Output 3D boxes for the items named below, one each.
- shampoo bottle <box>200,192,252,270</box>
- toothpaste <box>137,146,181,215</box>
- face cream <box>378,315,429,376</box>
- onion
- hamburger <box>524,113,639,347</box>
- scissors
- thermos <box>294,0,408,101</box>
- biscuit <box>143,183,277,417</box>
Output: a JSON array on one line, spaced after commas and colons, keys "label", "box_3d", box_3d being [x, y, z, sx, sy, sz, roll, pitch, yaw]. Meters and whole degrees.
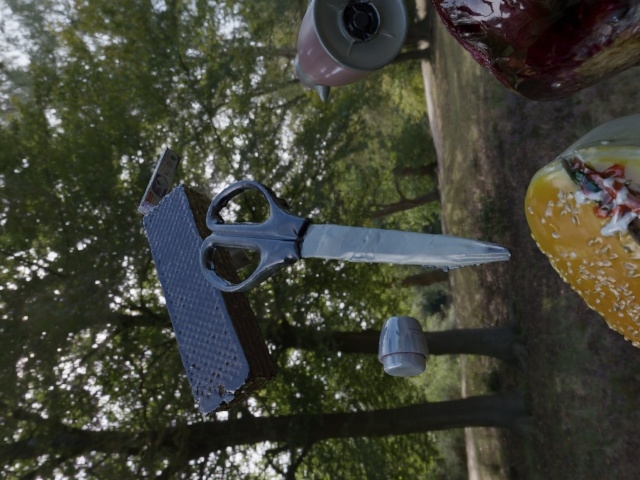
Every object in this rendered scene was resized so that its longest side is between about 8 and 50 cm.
[{"label": "shampoo bottle", "box_3d": [-0.268, -0.018, 1.163, 0.228, 0.055, 0.086, 56, -154, 4]}, {"label": "toothpaste", "box_3d": [-0.367, -0.135, 1.022, 0.047, 0.040, 0.197, 40, -146, -34]}, {"label": "face cream", "box_3d": [0.150, 0.193, 0.815, 0.091, 0.091, 0.095, 65, -158, -55]}, {"label": "onion", "box_3d": [0.267, -0.315, 0.435, 0.336, 0.260, 0.282, 2, -113, -38]}, {"label": "hamburger", "box_3d": [0.338, 0.019, 0.442, 0.295, 0.151, 0.227, 40, 167, -4]}, {"label": "scissors", "box_3d": [0.000, 0.000, 0.363, 0.022, 0.299, 0.109, 18, -101, -51]}, {"label": "thermos", "box_3d": [0.023, -0.343, 0.759, 0.265, 0.145, 0.177, -154, 55, -73]}, {"label": "biscuit", "box_3d": [-0.188, 0.079, 0.719, 0.073, 0.107, 0.389, 31, -155, -54]}]
